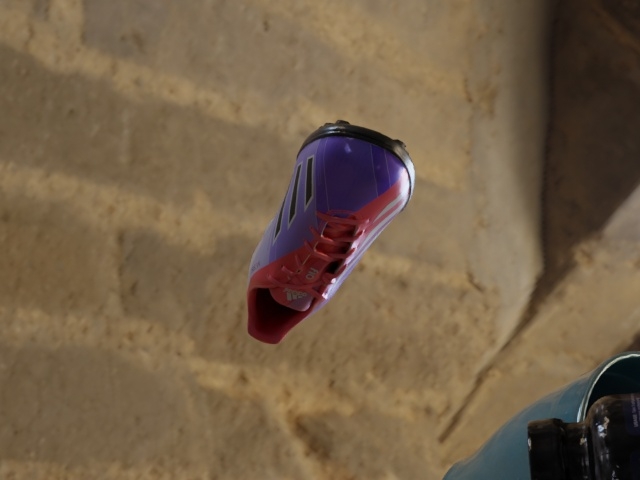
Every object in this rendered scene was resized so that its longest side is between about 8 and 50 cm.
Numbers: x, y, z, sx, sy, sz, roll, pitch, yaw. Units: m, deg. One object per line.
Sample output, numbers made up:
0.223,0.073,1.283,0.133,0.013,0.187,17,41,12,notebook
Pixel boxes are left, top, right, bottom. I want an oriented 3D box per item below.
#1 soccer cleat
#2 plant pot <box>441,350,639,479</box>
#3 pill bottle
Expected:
0.000,0.000,1.229,0.108,0.318,0.116,24,-116,-6,soccer cleat
0.267,0.284,1.405,0.272,0.255,0.271,20,-124,-33,plant pot
0.272,0.174,1.030,0.123,0.219,0.123,-6,-90,-78,pill bottle
